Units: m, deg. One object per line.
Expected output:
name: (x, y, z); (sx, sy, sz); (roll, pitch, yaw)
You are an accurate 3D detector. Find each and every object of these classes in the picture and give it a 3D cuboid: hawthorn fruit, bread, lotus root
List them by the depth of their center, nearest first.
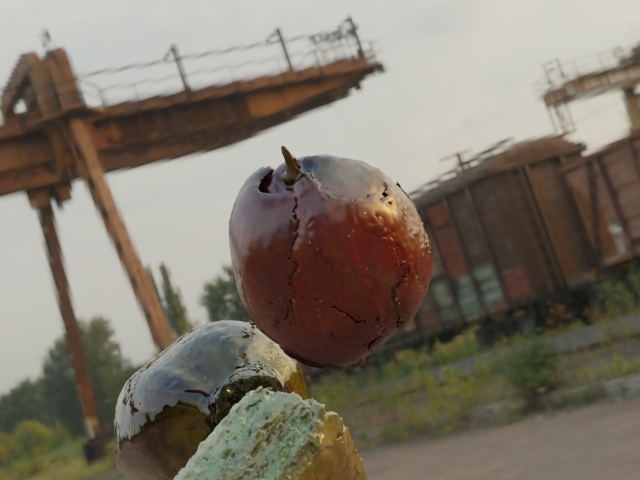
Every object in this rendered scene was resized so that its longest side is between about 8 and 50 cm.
hawthorn fruit: (0.000, 0.000, 0.794); (0.148, 0.172, 0.148); (-19, 38, 16)
bread: (-0.030, 0.228, 0.948); (0.102, 0.196, 0.138); (17, 50, 35)
lotus root: (-0.122, 0.185, 1.204); (0.196, 0.179, 0.397); (-57, 9, -20)
